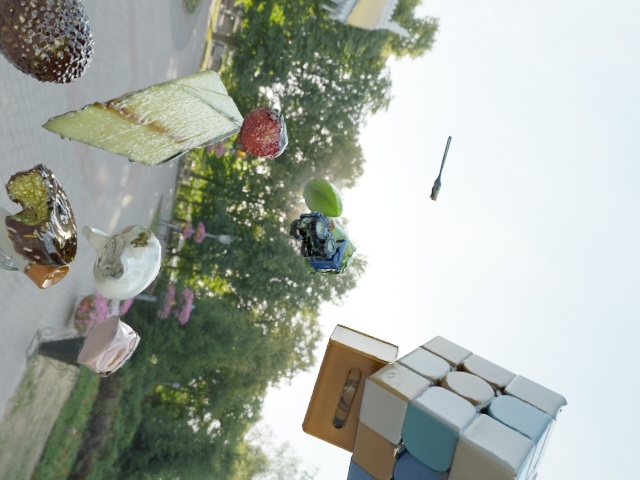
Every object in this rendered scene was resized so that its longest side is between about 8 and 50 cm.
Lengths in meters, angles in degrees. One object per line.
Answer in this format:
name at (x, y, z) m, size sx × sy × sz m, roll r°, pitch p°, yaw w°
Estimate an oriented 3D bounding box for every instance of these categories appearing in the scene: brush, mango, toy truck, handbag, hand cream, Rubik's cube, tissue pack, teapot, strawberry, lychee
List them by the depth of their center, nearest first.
strawberry at (-0.110, -0.200, 0.769) m, size 0.106 × 0.106 × 0.106 m, roll -166°, pitch -90°, yaw -73°
Rubik's cube at (0.306, 0.483, 0.962) m, size 0.344 × 0.346 × 0.347 m, roll 22°, pitch -69°, yaw 40°
brush at (0.301, -0.178, 1.024) m, size 0.051 × 0.014 × 0.164 m, roll -84°, pitch -176°, yaw -70°
hand cream at (-0.781, -0.018, 1.045) m, size 0.089 × 0.314 × 0.140 m, roll -42°, pitch 173°, yaw -35°
lychee at (-0.712, -0.542, 1.061) m, size 0.271 × 0.235 × 0.236 m, roll -56°, pitch -156°, yaw 23°
teapot at (-0.519, 0.048, 1.070) m, size 0.298 × 0.139 × 0.204 m, roll 24°, pitch -97°, yaw 41°
tissue pack at (0.083, 0.400, 1.114) m, size 0.145 × 0.194 × 0.275 m, roll -30°, pitch 137°, yaw -77°
toy truck at (0.000, 0.000, 1.362) m, size 0.113 × 0.208 × 0.126 m, roll -1°, pitch -144°, yaw 37°
handbag at (-0.740, 0.371, 1.442) m, size 0.179 × 0.116 × 0.205 m, roll -26°, pitch -146°, yaw 12°
mango at (0.020, -0.185, 1.946) m, size 0.343 × 0.155 × 0.192 m, roll -131°, pitch -160°, yaw -62°

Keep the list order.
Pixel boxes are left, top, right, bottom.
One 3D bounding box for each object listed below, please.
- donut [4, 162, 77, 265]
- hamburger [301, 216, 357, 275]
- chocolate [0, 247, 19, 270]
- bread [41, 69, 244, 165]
donut at (-0.633, -0.049, 0.931) m, size 0.216 × 0.095 × 0.230 m, roll 138°, pitch -63°, yaw -70°
hamburger at (0.011, 0.042, 1.564) m, size 0.214 × 0.235 × 0.125 m, roll 62°, pitch 9°, yaw 24°
chocolate at (-1.076, 0.020, 1.348) m, size 0.110 × 0.248 × 0.110 m, roll -48°, pitch -155°, yaw 31°
bread at (-0.425, -0.304, 1.100) m, size 0.405 × 0.345 × 0.242 m, roll -96°, pitch 165°, yaw -62°
